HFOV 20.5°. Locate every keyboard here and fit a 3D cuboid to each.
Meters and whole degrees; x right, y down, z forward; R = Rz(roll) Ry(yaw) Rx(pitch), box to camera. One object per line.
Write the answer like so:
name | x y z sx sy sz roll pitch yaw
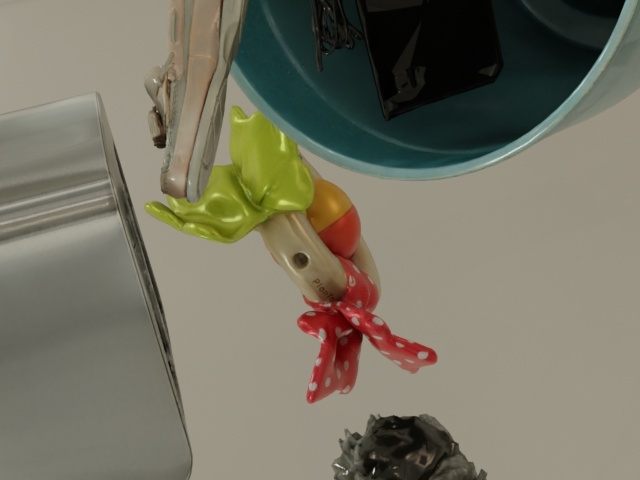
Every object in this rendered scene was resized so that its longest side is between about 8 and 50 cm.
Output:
keyboard | 0.025 -0.158 0.880 0.038 0.100 0.192 25 132 65

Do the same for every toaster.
toaster | -0.132 0.026 0.806 0.168 0.110 0.185 -118 13 -69

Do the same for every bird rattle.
bird rattle | 0.000 0.000 1.413 0.253 0.207 0.143 45 109 -8

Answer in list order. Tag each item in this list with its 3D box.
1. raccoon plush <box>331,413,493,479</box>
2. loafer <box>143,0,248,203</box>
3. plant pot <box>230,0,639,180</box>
raccoon plush | -0.018 0.294 1.049 0.216 0.299 0.446 57 165 25
loafer | -0.059 -0.072 0.770 0.045 0.039 0.125 99 -179 -59
plant pot | 0.107 -0.183 0.969 0.272 0.255 0.271 7 103 33
